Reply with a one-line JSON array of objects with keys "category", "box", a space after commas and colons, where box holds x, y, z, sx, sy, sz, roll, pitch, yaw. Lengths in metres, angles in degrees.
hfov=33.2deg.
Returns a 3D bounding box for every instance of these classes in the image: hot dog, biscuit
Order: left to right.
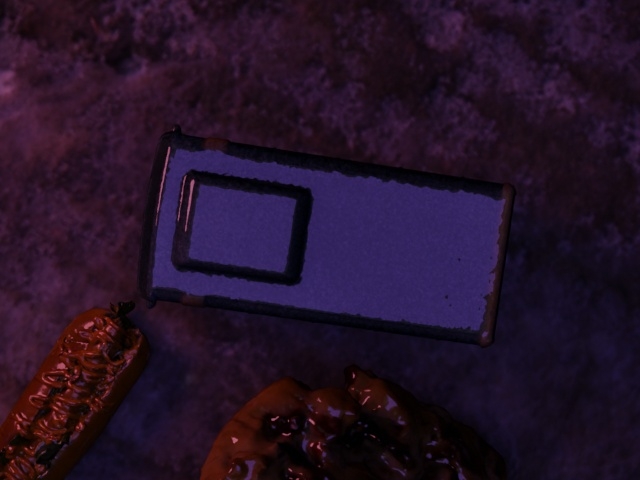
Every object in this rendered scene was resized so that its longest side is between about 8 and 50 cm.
[{"category": "hot dog", "box": [-0.203, 0.131, 0.864, 0.072, 0.055, 0.188, 34, 89, -3]}, {"category": "biscuit", "box": [0.057, 0.244, 0.803, 0.334, 0.081, 0.289, 38, 55, -18]}]

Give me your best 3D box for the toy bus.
[{"category": "toy bus", "box": [0.000, 0.000, 0.824, 0.275, 0.167, 0.138, 9, 90, -4]}]
